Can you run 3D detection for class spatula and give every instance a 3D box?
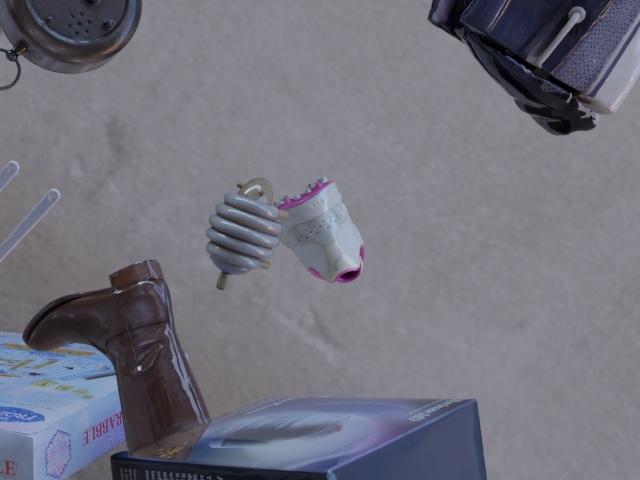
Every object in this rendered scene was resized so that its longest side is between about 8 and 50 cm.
[{"bbox_3d":[-0.458,-0.021,1.538,0.168,0.242,0.019,43,13,-9],"label":"spatula"}]

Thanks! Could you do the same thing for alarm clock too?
[{"bbox_3d":[-0.244,-0.210,1.098,0.129,0.192,0.064,45,-18,-15],"label":"alarm clock"}]

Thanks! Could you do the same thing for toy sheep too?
[{"bbox_3d":[-0.084,-0.007,1.300,0.091,0.132,0.091,17,1,0],"label":"toy sheep"}]

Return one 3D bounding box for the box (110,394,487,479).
[{"bbox_3d":[-0.012,0.281,1.281,0.294,0.182,0.296,-3,5,36],"label":"box"}]

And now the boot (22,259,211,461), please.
[{"bbox_3d":[-0.118,0.082,0.680,0.037,0.106,0.114,16,49,-58],"label":"boot"}]

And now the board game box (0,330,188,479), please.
[{"bbox_3d":[-0.355,0.172,1.284,0.319,0.066,0.318,5,10,21],"label":"board game box"}]

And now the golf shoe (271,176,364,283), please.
[{"bbox_3d":[0.000,0.000,1.621,0.140,0.115,0.306,60,3,2],"label":"golf shoe"}]

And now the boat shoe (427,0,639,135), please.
[{"bbox_3d":[0.216,-0.262,0.902,0.158,0.340,0.127,28,-4,-28],"label":"boat shoe"}]
